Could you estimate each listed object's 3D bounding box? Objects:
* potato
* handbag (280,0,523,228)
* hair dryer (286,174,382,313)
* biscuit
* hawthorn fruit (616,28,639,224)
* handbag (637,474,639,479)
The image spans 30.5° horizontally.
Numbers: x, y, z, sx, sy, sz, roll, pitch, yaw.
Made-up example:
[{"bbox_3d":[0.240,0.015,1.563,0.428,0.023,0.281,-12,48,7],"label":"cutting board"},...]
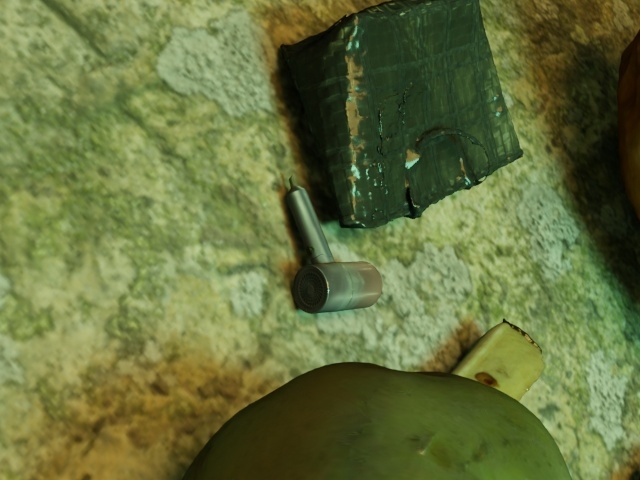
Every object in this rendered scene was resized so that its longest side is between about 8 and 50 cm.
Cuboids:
[{"bbox_3d":[0.023,0.209,0.664,0.243,0.221,0.326,45,50,-19],"label":"potato"},{"bbox_3d":[0.078,-0.112,0.989,0.270,0.088,0.175,-23,94,-47],"label":"handbag"},{"bbox_3d":[0.000,0.000,0.888,0.063,0.037,0.114,-4,65,-46],"label":"hair dryer"},{"bbox_3d":[0.112,0.128,0.911,0.056,0.052,0.188,47,43,3],"label":"biscuit"},{"bbox_3d":[0.491,-0.106,1.138,0.471,0.472,0.472,21,57,-35],"label":"hawthorn fruit"},{"bbox_3d":[0.327,0.347,0.977,0.275,0.084,0.260,53,45,-8],"label":"handbag"}]
